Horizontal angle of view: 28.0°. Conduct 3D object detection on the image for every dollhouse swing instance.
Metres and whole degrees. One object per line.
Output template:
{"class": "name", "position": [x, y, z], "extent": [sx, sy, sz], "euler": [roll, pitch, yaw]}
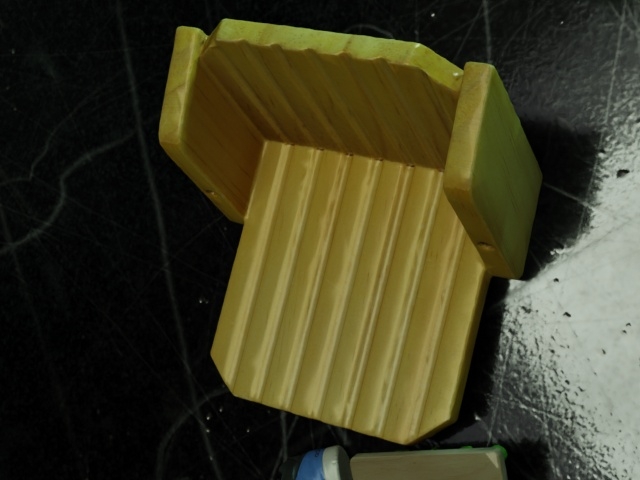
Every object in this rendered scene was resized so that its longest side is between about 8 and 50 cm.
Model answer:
{"class": "dollhouse swing", "position": [0.000, 0.000, 1.291], "extent": [0.347, 0.315, 0.305], "euler": [13, 71, 27]}

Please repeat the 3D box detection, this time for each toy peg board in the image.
{"class": "toy peg board", "position": [0.131, 0.283, 1.315], "extent": [0.161, 0.079, 0.160], "euler": [-7, 98, 27]}

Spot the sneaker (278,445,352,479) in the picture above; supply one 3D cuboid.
{"class": "sneaker", "position": [-0.006, 0.302, 1.379], "extent": [0.085, 0.058, 0.152], "euler": [-14, 75, 20]}
